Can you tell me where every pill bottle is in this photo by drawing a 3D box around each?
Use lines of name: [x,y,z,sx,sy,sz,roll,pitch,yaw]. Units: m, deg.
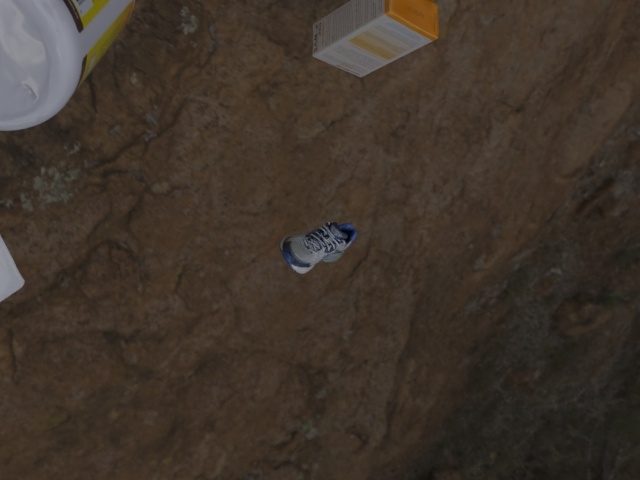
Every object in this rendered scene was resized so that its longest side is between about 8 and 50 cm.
pill bottle: [-0.204,-0.174,0.500,0.117,0.215,0.117,0,124,1]

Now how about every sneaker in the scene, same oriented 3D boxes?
sneaker: [0.000,0.000,0.863,0.058,0.052,0.135,-39,170,30]

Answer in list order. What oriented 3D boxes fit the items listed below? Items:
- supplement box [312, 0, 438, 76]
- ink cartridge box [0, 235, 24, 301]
supplement box: [0.047,-0.185,0.614,0.062,0.098,0.036,13,71,-40]
ink cartridge box: [-0.382,0.042,0.614,0.198,0.067,0.115,-35,143,-28]
